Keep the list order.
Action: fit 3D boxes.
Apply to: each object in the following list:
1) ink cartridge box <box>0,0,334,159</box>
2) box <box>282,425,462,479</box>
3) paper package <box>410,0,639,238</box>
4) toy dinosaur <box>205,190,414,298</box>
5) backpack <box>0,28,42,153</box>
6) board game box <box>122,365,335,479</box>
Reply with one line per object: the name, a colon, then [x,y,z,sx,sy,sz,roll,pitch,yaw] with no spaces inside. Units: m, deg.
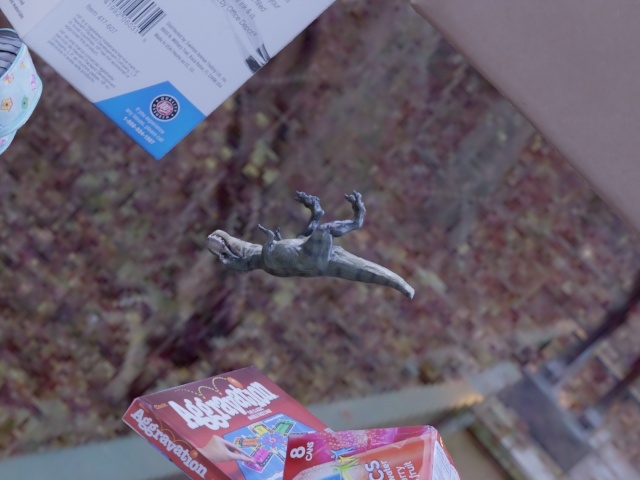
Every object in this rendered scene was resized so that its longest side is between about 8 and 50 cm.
ink cartridge box: [-0.087,-0.175,1.024,0.148,0.203,0.086,44,5,-46]
box: [0.060,0.262,1.248,0.257,0.122,0.128,62,29,-50]
paper package: [0.286,-0.188,1.139,0.309,0.325,0.168,46,33,2]
toy dinosaur: [0.000,0.000,1.923,0.268,0.118,0.064,9,-20,20]
backpack: [-0.432,-0.176,1.922,0.166,0.188,0.144,-76,150,-51]
board game box: [-0.063,0.180,1.447,0.145,0.027,0.281,37,12,13]
